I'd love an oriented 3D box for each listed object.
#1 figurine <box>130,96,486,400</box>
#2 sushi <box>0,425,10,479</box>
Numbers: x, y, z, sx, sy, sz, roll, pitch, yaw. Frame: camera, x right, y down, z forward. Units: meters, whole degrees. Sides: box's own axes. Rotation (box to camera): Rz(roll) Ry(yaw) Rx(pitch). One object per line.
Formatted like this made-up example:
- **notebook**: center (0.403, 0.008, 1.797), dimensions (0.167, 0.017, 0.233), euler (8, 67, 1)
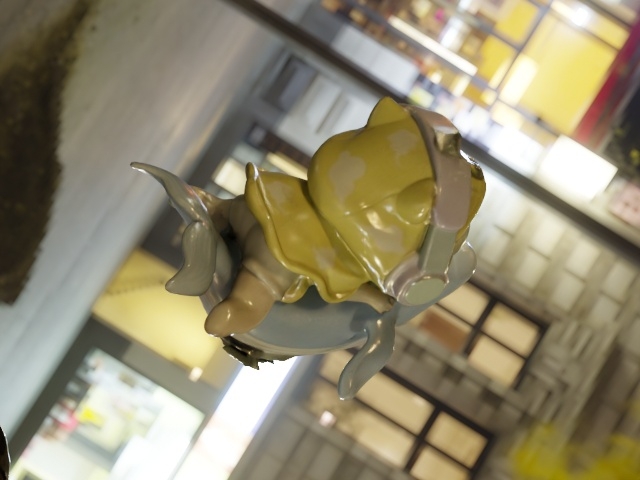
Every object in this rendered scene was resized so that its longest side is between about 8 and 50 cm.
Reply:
- **figurine**: center (0.000, 0.000, 0.931), dimensions (0.184, 0.208, 0.128), euler (-54, -138, 34)
- **sushi**: center (-0.184, 0.162, 0.613), dimensions (0.127, 0.124, 0.225), euler (-10, 106, -75)
